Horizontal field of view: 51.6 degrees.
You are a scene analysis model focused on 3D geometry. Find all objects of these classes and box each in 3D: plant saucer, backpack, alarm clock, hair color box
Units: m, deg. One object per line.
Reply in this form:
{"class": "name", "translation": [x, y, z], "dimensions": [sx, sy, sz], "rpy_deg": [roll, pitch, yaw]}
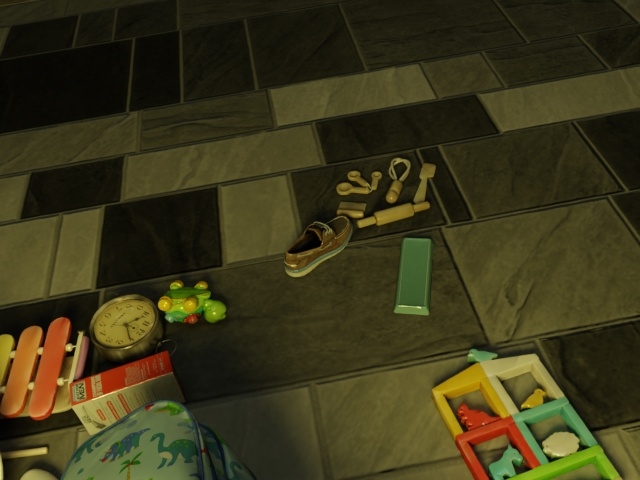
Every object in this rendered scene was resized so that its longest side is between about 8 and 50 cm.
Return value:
{"class": "plant saucer", "translation": [0.183, 0.064, 1.288], "dimensions": [0.067, 0.018, 0.192], "rpy_deg": [3, 47, 11]}
{"class": "backpack", "translation": [-0.173, 0.350, 0.734], "dimensions": [0.290, 0.273, 0.355], "rpy_deg": [-35, 10, 5]}
{"class": "alarm clock", "translation": [-0.341, 0.172, 1.219], "dimensions": [0.192, 0.064, 0.129], "rpy_deg": [19, 50, 28]}
{"class": "hair color box", "translation": [-0.322, 0.256, 1.112], "dimensions": [0.167, 0.093, 0.053], "rpy_deg": [-18, 45, -11]}

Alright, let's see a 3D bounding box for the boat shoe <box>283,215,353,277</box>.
{"class": "boat shoe", "translation": [0.000, 0.000, 1.341], "dimensions": [0.066, 0.066, 0.183], "rpy_deg": [28, 55, 30]}

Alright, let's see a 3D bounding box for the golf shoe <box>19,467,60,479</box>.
{"class": "golf shoe", "translation": [-0.411, 0.404, 0.977], "dimensions": [0.077, 0.093, 0.198], "rpy_deg": [-29, 47, -18]}

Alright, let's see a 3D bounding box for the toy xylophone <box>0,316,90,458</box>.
{"class": "toy xylophone", "translation": [-0.553, 0.264, 1.144], "dimensions": [0.323, 0.081, 0.236], "rpy_deg": [-13, 45, -5]}

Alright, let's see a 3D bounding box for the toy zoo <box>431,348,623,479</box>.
{"class": "toy zoo", "translation": [0.303, 0.290, 1.035], "dimensions": [0.192, 0.030, 0.293], "rpy_deg": [-17, 45, -9]}

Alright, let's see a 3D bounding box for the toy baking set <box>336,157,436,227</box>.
{"class": "toy baking set", "translation": [0.151, -0.113, 1.459], "dimensions": [0.256, 0.030, 0.196], "rpy_deg": [-13, 45, -5]}

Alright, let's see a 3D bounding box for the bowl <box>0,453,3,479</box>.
{"class": "bowl", "translation": [-0.617, 0.344, 0.993], "dimensions": [0.298, 0.297, 0.134], "rpy_deg": [-18, 2, -10]}

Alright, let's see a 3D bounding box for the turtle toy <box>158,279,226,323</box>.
{"class": "turtle toy", "translation": [-0.242, 0.123, 1.251], "dimensions": [0.130, 0.066, 0.095], "rpy_deg": [2, 22, 7]}
